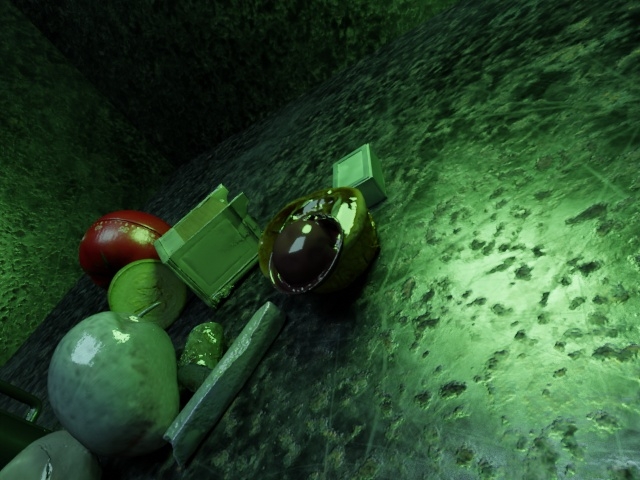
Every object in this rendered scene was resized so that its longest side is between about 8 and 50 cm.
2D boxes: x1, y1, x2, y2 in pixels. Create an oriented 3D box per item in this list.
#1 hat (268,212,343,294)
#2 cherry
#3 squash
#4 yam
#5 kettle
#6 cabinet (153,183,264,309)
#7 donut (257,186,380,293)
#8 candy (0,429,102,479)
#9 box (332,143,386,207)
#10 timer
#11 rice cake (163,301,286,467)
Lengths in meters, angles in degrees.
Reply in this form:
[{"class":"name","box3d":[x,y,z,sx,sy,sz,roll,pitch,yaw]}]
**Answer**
[{"class":"hat","box3d":[-0.044,0.019,0.944,0.205,0.089,0.205,-22,50,29]},{"class":"cherry","box3d":[-0.480,0.334,1.038,0.291,0.326,0.335,-19,22,-22]},{"class":"squash","box3d":[-0.568,0.183,1.442,0.252,0.252,0.049,-51,31,-19]},{"class":"yam","box3d":[-0.302,0.293,1.111,0.107,0.107,0.183,-34,26,14]},{"class":"kettle","box3d":[-0.994,0.594,1.320,0.203,0.308,0.262,1,49,51]},{"class":"cabinet","box3d":[-0.338,0.008,1.439,0.318,0.227,0.290,-45,27,-12]},{"class":"donut","box3d":[0.000,0.000,1.113,0.330,0.160,0.330,-25,43,26]},{"class":"candy","box3d":[-0.625,0.583,1.003,0.295,0.185,0.295,-19,44,19]},{"class":"box","box3d":[0.112,-0.183,1.291,0.129,0.086,0.225,-29,29,21]},{"class":"timer","box3d":[-0.703,0.058,1.654,0.378,0.378,0.279,-20,40,35]},{"class":"rice cake","box3d":[-0.215,0.312,1.001,0.064,0.070,0.399,-3,45,55]}]
